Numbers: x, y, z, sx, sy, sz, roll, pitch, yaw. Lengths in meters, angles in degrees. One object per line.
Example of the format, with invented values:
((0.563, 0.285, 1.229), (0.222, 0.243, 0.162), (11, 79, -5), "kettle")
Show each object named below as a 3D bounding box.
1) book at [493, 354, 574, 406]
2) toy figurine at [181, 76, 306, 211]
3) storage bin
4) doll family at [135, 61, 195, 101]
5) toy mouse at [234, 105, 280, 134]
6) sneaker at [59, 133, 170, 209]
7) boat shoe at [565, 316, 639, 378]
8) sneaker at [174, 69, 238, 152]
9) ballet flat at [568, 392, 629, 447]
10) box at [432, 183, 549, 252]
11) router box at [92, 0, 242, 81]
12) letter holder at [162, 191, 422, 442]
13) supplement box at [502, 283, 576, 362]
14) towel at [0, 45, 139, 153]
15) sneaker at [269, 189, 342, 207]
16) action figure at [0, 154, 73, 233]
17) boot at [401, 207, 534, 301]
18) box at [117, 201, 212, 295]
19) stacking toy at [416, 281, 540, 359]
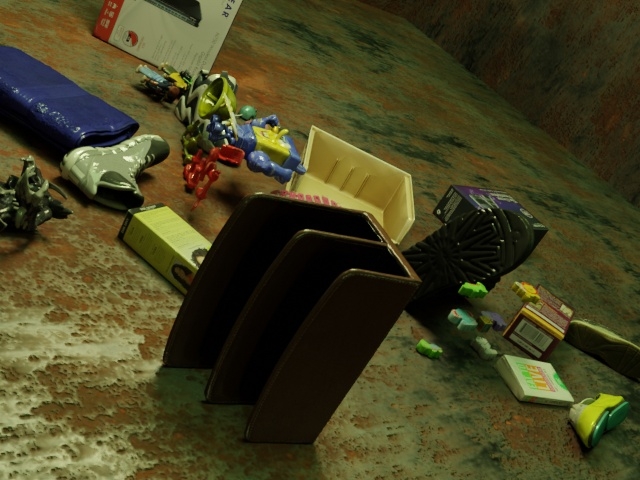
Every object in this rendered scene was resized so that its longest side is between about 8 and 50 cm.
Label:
((0.419, 0.278, 1.515), (0.144, 0.035, 0.096), (13, 34, -34), "book")
((-0.138, -0.172, 1.553), (0.217, 0.191, 0.362), (20, 22, -23), "toy figurine")
((0.062, -0.105, 1.718), (0.262, 0.123, 0.260), (26, 26, -9), "storage bin")
((-0.352, -0.367, 1.821), (0.111, 0.076, 0.193), (40, 32, 9), "doll family")
((-0.162, -0.304, 1.944), (0.143, 0.031, 0.161), (17, 29, -25), "toy mouse")
((-0.335, -0.110, 1.375), (0.132, 0.086, 0.229), (46, 39, 19), "sneaker")
((0.668, 0.238, 1.787), (0.224, 0.080, 0.073), (27, 31, 3), "boat shoe")
((-0.224, -0.291, 1.716), (0.094, 0.153, 0.235), (3, 37, -41), "sneaker")
((0.520, 0.337, 1.478), (0.077, 0.077, 0.231), (21, 15, 33), "ballet flat")
((0.456, -0.052, 2.064), (0.261, 0.103, 0.184), (1, 41, -45), "box")
((-0.358, -0.596, 1.914), (0.301, 0.335, 0.082), (25, 25, -10), "router box")
((-0.054, 0.107, 1.008), (0.214, 0.301, 0.152), (10, 32, -35), "letter holder")
((0.481, 0.178, 1.695), (0.104, 0.080, 0.188), (36, 27, 13), "supplement box")
((-0.520, -0.258, 1.453), (0.308, 0.076, 0.227), (32, 19, 6), "towel")
((-0.029, -0.049, 1.570), (0.171, 0.074, 0.063), (12, 31, -11), "sneaker")
((-0.458, -0.069, 1.093), (0.164, 0.140, 0.275), (23, 26, 11), "action figure")
((0.325, 0.030, 1.540), (0.260, 0.348, 0.131), (0, 74, -42), "boot")
((-0.215, 0.031, 1.257), (0.232, 0.058, 0.087), (38, 27, 16), "box")
((0.294, 0.147, 1.456), (0.221, 0.167, 0.052), (7, 34, -38), "stacking toy")
